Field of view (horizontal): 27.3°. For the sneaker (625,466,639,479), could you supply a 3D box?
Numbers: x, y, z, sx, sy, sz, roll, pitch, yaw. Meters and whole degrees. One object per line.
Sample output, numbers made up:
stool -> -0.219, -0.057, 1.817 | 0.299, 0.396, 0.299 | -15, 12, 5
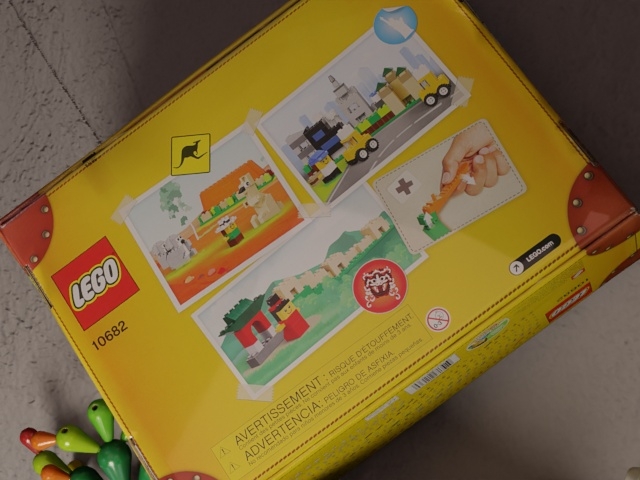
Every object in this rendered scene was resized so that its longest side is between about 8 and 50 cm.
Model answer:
sneaker -> 0.335, 0.320, 1.211 | 0.121, 0.079, 0.216 | 2, 92, 19

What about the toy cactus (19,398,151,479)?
toy cactus -> -0.218, 0.256, 1.442 | 0.219, 0.112, 0.180 | -15, 96, 17

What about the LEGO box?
LEGO box -> 0.000, 0.000, 1.282 | 0.500, 0.193, 0.372 | -36, 71, 4
